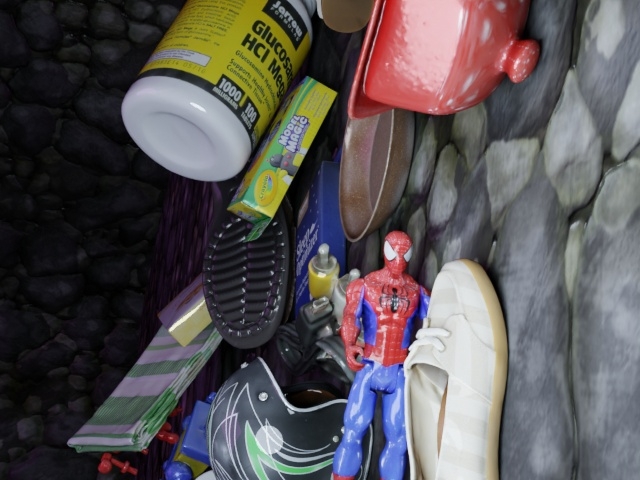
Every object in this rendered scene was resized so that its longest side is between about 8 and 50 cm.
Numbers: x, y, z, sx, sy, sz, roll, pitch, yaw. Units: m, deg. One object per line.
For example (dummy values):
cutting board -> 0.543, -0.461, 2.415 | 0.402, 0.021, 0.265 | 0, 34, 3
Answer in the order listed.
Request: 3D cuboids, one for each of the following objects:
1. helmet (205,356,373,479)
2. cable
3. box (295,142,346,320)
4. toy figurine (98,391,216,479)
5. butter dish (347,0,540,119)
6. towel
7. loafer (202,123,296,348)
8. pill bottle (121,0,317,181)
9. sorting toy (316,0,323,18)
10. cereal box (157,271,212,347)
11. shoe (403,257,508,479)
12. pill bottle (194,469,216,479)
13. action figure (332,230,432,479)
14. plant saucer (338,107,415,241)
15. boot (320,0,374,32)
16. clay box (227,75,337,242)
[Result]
helmet -> -0.040, 0.209, 1.202 | 0.169, 0.162, 0.169 | -173, 90, -77
cable -> 0.012, 0.111, 1.297 | 0.139, 0.072, 0.287 | 60, 165, 15
box -> 0.000, 0.000, 1.437 | 0.136, 0.037, 0.225 | 118, 157, -58
toy figurine -> -0.249, 0.363, 1.963 | 0.217, 0.191, 0.362 | -51, 13, 37
butter dish -> 0.112, -0.158, 0.885 | 0.160, 0.118, 0.160 | -26, -41, -50
towel -> -0.298, 0.245, 2.064 | 0.248, 0.038, 0.324 | -14, 33, 49
loafer -> -0.084, -0.012, 1.683 | 0.130, 0.134, 0.365 | 44, -139, -58
pill bottle -> -0.125, -0.261, 1.629 | 0.333, 0.188, 0.188 | -64, 2, -30
sorting toy -> 0.007, -0.348, 1.597 | 0.083, 0.045, 0.075 | -176, 86, -77
cereal box -> -0.204, 0.100, 2.031 | 0.173, 0.047, 0.240 | -44, 10, -8
shoe -> 0.098, 0.116, 0.868 | 0.076, 0.058, 0.219 | -32, 52, 59
pill bottle -> -0.140, 0.438, 1.533 | 0.153, 0.153, 0.264 | -101, 23, -54
action figure -> 0.059, 0.129, 0.989 | 0.139, 0.092, 0.280 | 161, 115, -83
plant saucer -> 0.061, -0.094, 1.220 | 0.198, 0.036, 0.198 | -173, 90, -76
boot -> 0.058, -0.404, 1.311 | 0.283, 0.109, 0.220 | 102, 173, -50
clay box -> -0.061, -0.106, 1.560 | 0.222, 0.053, 0.127 | -62, 10, -10
